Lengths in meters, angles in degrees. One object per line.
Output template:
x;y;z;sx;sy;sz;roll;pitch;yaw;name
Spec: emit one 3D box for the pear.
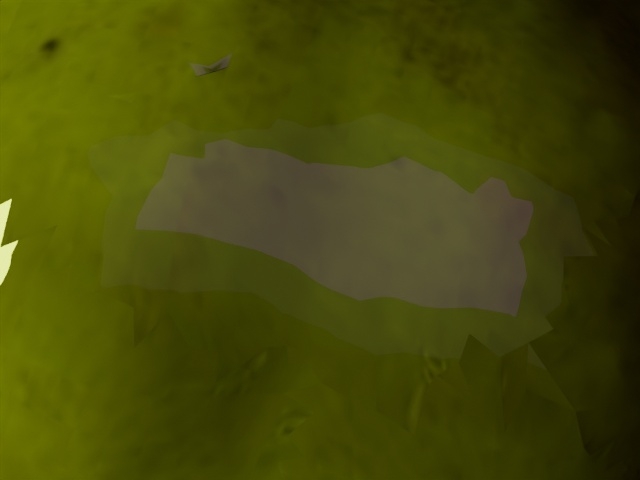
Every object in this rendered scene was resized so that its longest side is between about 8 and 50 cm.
0.000;0.000;0.490;0.287;0.287;0.375;18;59;8;pear
